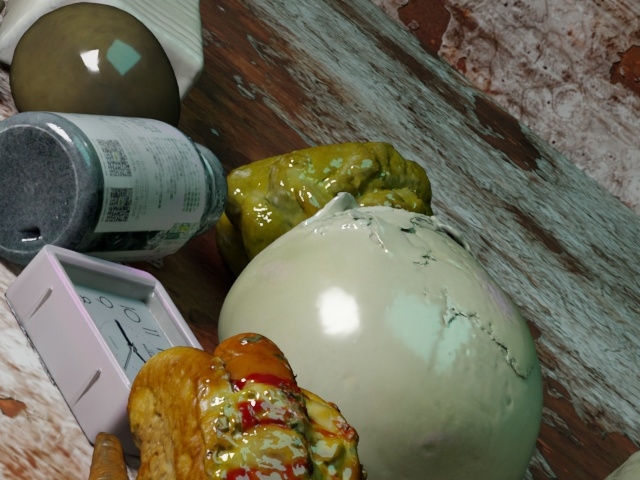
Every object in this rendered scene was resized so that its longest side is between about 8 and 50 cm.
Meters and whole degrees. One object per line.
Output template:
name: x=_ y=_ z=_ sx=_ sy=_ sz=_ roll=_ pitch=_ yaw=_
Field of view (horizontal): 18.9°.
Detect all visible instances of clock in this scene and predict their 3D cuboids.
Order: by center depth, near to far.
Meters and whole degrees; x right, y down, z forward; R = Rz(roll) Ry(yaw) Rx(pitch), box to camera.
clock: x=-0.170 y=0.099 z=1.662 sx=0.150 sy=0.063 sz=0.197 roll=19 pitch=27 yaw=-48

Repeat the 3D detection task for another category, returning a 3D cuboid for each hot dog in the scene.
hot dog: x=-0.056 y=0.179 z=1.467 sx=0.150 sy=0.153 sz=0.256 roll=26 pitch=38 yaw=-35

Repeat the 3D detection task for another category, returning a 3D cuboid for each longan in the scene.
longan: x=-0.232 y=-0.158 z=1.992 sx=0.189 sy=0.189 sz=0.189 roll=35 pitch=19 yaw=-14

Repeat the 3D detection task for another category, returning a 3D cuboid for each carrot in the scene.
carrot: x=-0.164 y=0.199 z=1.468 sx=0.047 sy=0.047 sz=0.191 roll=35 pitch=18 yaw=-14

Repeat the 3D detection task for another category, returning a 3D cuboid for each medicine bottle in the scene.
medicine bottle: x=-0.199 y=-0.048 z=1.828 sx=0.141 sy=0.141 sz=0.293 roll=46 pitch=20 yaw=18

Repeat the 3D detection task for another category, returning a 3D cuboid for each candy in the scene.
candy: x=-0.250 y=-0.266 z=2.234 sx=0.208 sy=0.145 sz=0.358 roll=33 pitch=20 yaw=-18

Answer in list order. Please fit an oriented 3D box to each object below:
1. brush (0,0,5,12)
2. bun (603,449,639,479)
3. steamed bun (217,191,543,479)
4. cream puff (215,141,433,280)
brush: x=-0.438 y=-0.303 z=2.138 sx=0.190 sy=0.034 sz=0.027 roll=34 pitch=28 yaw=-16
bun: x=0.385 y=0.342 z=2.050 sx=0.239 sy=0.141 sz=0.239 roll=40 pitch=13 yaw=-11
steamed bun: x=0.085 y=0.118 z=1.843 sx=0.334 sy=0.233 sz=0.312 roll=21 pitch=25 yaw=-42
cream puff: x=0.001 y=-0.017 z=2.047 sx=0.244 sy=0.244 sz=0.196 roll=18 pitch=41 yaw=-48
